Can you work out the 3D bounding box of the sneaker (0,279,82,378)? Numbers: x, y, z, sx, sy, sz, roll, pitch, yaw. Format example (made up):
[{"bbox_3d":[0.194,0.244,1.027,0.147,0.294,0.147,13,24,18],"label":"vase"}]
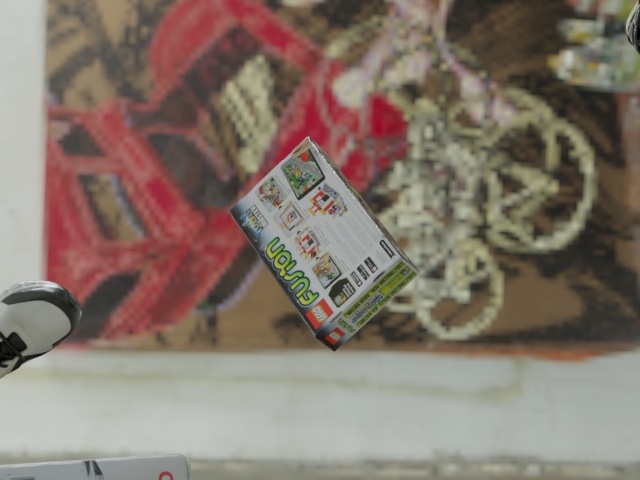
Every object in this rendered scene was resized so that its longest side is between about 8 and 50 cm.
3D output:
[{"bbox_3d":[-0.164,0.057,0.891,0.040,0.109,0.044,52,-157,-25],"label":"sneaker"}]

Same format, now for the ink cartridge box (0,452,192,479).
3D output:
[{"bbox_3d":[-0.152,0.193,1.098,0.063,0.150,0.109,118,147,-62],"label":"ink cartridge box"}]

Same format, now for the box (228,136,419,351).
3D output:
[{"bbox_3d":[0.000,0.000,1.754,0.114,0.036,0.207,-43,46,8],"label":"box"}]

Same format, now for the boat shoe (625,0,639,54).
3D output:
[{"bbox_3d":[0.304,-0.221,1.575,0.042,0.049,0.133,-98,20,-56],"label":"boat shoe"}]
